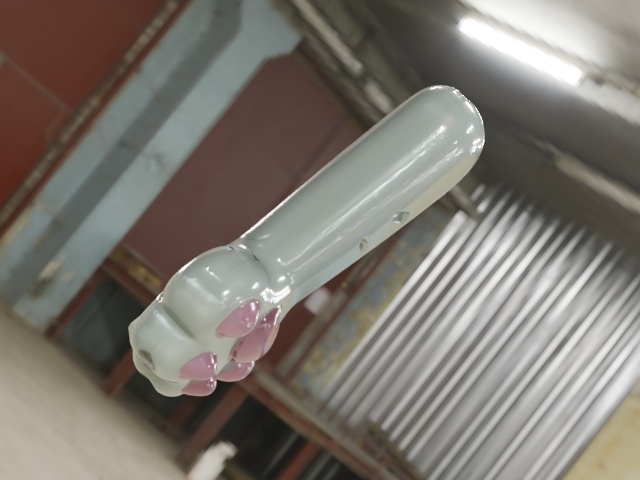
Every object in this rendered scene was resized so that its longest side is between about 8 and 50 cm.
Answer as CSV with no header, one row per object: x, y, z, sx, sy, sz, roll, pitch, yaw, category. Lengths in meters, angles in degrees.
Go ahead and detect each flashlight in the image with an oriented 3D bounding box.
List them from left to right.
0.000,0.000,0.635,0.047,0.200,0.093,47,-20,14,flashlight
